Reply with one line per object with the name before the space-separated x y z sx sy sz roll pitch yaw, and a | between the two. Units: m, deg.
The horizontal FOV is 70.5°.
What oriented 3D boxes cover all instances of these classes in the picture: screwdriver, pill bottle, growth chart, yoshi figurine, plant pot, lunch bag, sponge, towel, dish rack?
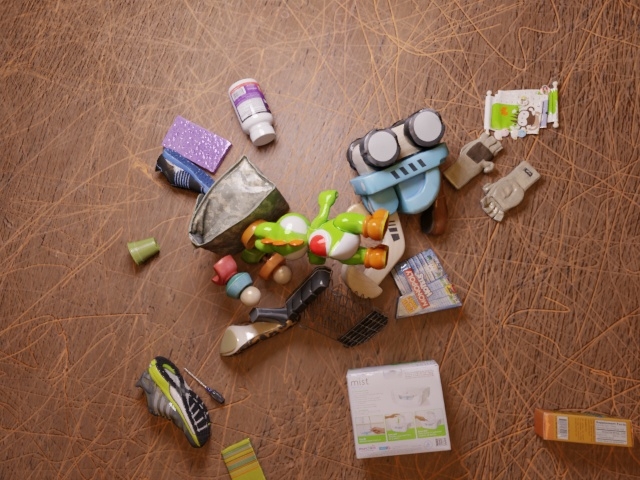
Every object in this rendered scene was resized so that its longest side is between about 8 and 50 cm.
screwdriver | -0.368 0.453 1.412 0.169 0.024 0.025 32 58 10
pill bottle | -0.216 -0.410 1.462 0.108 0.108 0.194 -23 82 2
growth chart | 0.630 -0.404 1.422 0.237 0.021 0.172 -4 83 6
yoshi figurine | 0.006 -0.018 1.234 0.361 0.203 0.204 3 68 14
plant pot | -0.565 0.027 1.463 0.079 0.083 0.083 -25 81 -11
lunch bag | -0.257 -0.081 1.359 0.287 0.235 0.169 -45 79 -2
sponge | -0.412 -0.320 1.509 0.210 0.031 0.117 28 87 7
towel | -0.211 0.726 1.364 0.102 0.021 0.237 -26 82 8
dish rack | 0.052 0.206 1.312 0.271 0.074 0.208 28 129 -19

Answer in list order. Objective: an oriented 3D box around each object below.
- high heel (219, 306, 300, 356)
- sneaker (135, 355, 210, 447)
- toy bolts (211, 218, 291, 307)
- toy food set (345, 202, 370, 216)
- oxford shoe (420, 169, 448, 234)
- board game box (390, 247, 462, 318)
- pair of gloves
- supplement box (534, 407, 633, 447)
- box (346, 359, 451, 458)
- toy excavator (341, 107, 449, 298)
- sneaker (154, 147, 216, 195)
high heel | -0.185 0.292 1.398 0.261 0.186 0.093 -46 51 31
sneaker | -0.448 0.505 1.383 0.121 0.111 0.300 -41 75 10
toy bolts | -0.183 0.079 1.316 0.158 0.218 0.228 42 59 12
toy food set | 0.120 -0.076 1.430 0.083 0.020 0.083 41 88 9
oxford shoe | 0.358 -0.118 1.399 0.075 0.076 0.213 11 80 -24
board game box | 0.291 0.148 1.365 0.194 0.060 0.194 -26 81 1
pair of gloves | 0.522 -0.199 1.396 0.240 0.042 0.204 40 85 7
supplement box | 0.731 0.522 1.266 0.233 0.078 0.080 5 80 6
box | 0.217 0.476 1.297 0.261 0.127 0.231 -9 81 5
toy excavator | 0.210 -0.103 1.337 0.432 0.222 0.446 -25 98 -8
sneaker | -0.435 -0.199 1.480 0.232 0.081 0.090 39 112 2
